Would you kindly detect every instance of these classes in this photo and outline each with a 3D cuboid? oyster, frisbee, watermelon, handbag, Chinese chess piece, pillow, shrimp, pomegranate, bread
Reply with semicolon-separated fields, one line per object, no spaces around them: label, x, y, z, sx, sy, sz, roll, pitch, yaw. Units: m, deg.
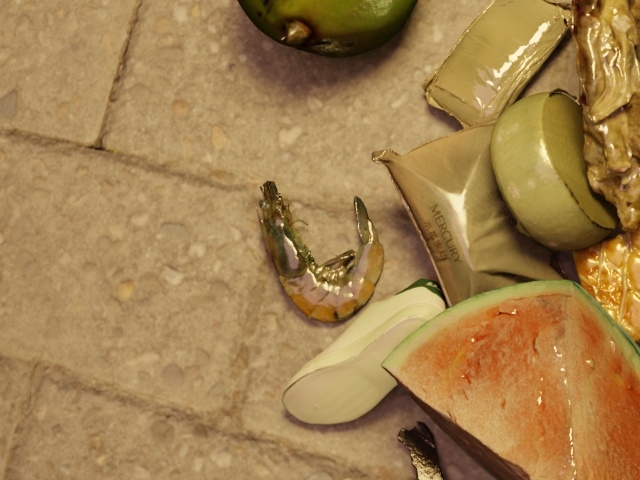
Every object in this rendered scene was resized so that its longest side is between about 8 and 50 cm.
oyster;0.337;-0.199;1.038;0.096;0.221;0.361;-9;68;37
frisbee;0.148;0.309;1.145;0.210;0.012;0.188;-17;62;-1
watermelon;0.284;0.193;1.029;0.222;0.292;0.319;-53;34;-7
handbag;0.198;-0.020;1.137;0.182;0.117;0.271;-24;83;-4
Chinese chess piece;0.275;-0.080;1.085;0.083;0.188;0.189;-26;72;38
pillow;0.225;-0.234;1.200;0.119;0.053;0.208;41;97;25
shrimp;0.000;0.000;1.254;0.150;0.051;0.217;-30;80;10
pomegranate;0.021;-0.398;1.210;0.260;0.260;0.341;13;83;22
bread;0.399;0.041;1.082;0.188;0.068;0.126;-21;75;16

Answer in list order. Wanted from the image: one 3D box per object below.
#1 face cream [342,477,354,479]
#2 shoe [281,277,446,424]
face cream;0.080;0.376;1.157;0.072;0.051;0.182;-47;68;3
shoe;0.063;0.142;1.192;0.265;0.110;0.095;-34;110;33
